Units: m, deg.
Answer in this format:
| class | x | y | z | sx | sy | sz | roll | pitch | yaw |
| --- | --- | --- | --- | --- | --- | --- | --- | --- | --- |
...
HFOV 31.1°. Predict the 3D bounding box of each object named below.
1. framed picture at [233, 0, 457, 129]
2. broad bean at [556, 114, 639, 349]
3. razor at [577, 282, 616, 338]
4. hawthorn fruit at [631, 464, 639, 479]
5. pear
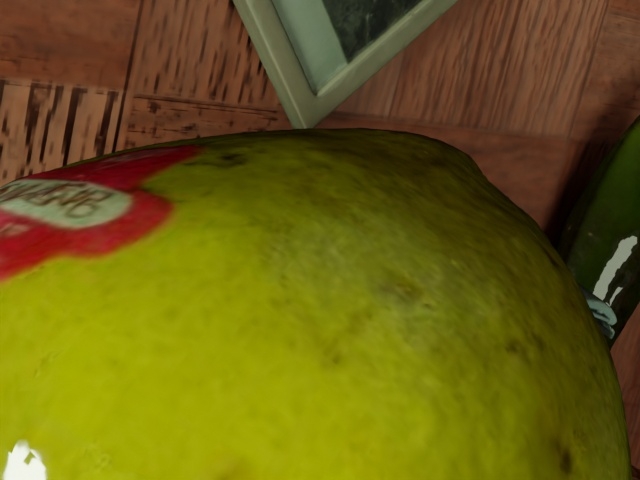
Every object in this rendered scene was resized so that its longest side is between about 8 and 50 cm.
| class | x | y | z | sx | sy | sz | roll | pitch | yaw |
| --- | --- | --- | --- | --- | --- | --- | --- | --- | --- |
| framed picture | 0.050 | -0.212 | 0.552 | 0.281 | 0.019 | 0.209 | -44 | 133 | -18 |
| broad bean | 0.168 | 0.050 | 0.754 | 0.077 | 0.061 | 0.339 | 26 | 91 | -34 |
| razor | 0.066 | 0.105 | 0.681 | 0.068 | 0.106 | 0.232 | 21 | 104 | -46 |
| hawthorn fruit | 0.191 | 0.237 | 0.793 | 0.172 | 0.173 | 0.173 | -20 | 122 | -35 |
| pear | -0.016 | 0.081 | 0.457 | 0.375 | 0.287 | 0.287 | -38 | 133 | -45 |
